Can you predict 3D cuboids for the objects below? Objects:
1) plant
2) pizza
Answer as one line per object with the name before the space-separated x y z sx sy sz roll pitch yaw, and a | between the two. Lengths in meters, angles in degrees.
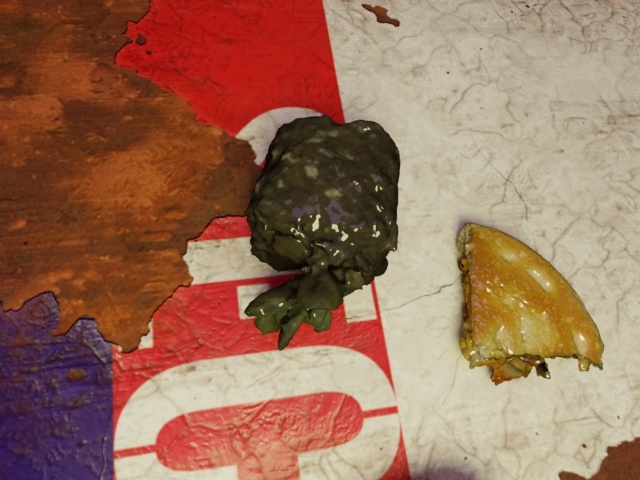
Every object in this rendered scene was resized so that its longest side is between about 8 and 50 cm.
plant | 0.000 0.000 0.673 0.213 0.215 0.312 7 65 -2
pizza | 0.290 0.117 0.744 0.289 0.081 0.229 44 65 9
